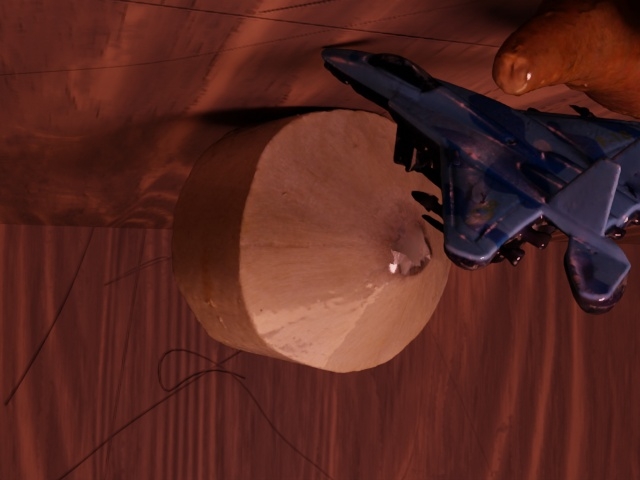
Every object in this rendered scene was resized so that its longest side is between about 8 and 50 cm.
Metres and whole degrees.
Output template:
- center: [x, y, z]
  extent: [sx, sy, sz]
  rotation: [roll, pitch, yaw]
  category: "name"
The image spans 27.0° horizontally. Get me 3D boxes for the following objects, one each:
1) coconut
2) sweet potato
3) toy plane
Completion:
- center: [0.000, 0.000, 1.036]
  extent: [0.202, 0.202, 0.222]
  rotation: [4, 177, -37]
  category: "coconut"
- center: [0.162, -0.089, 0.652]
  extent: [0.072, 0.066, 0.314]
  rotation: [41, -161, 25]
  category: "sweet potato"
- center: [0.085, -0.047, 0.719]
  extent: [0.169, 0.078, 0.246]
  rotation: [-29, -140, -34]
  category: "toy plane"
